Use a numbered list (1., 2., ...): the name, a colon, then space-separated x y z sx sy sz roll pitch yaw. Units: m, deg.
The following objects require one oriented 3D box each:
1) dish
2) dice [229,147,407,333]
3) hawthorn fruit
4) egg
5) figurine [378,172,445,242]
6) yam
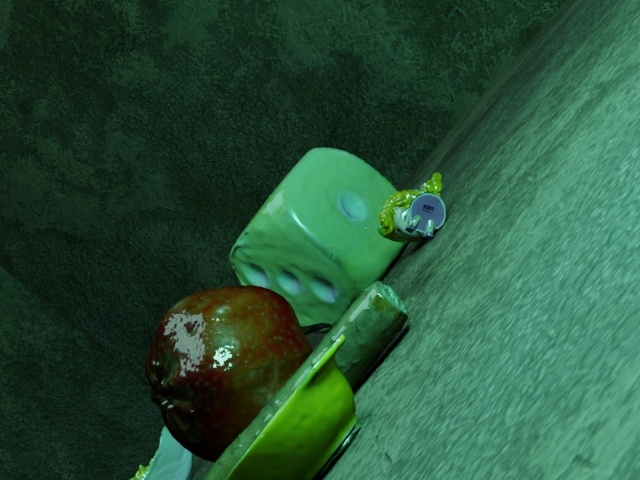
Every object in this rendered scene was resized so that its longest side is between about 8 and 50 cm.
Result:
1. dish: -0.012 0.200 1.289 0.208 0.080 0.149 -52 -2 16
2. dice: 0.000 0.000 2.239 0.250 0.252 0.254 -50 1 45
3. hawthorn fruit: -0.100 0.179 1.781 0.300 0.254 0.254 -20 -12 -26
4. egg: -0.340 0.492 2.236 0.271 0.162 0.206 -19 -42 -12
5. figurine: 0.153 -0.053 1.996 0.115 0.094 0.156 -63 9 -15
6. yam: -0.025 0.205 1.504 0.372 0.083 0.083 -51 2 18
